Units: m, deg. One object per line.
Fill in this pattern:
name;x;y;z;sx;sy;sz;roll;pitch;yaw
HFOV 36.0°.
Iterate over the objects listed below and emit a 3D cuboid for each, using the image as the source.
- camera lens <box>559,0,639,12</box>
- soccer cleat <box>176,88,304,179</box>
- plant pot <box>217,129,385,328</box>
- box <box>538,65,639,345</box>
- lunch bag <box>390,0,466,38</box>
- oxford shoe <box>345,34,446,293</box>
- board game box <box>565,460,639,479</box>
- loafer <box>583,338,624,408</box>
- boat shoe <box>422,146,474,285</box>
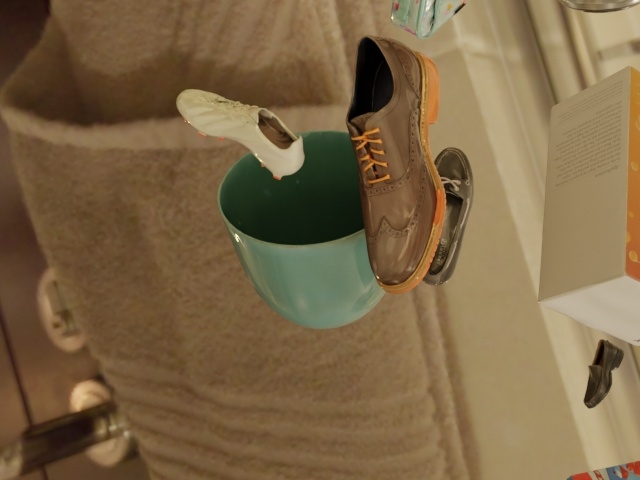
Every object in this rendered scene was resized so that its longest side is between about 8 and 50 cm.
camera lens;0.568;-0.608;1.961;0.220;0.274;0.219;-10;-150;6
soccer cleat;-0.102;-0.156;1.293;0.068;0.196;0.076;-48;164;-38
plant pot;0.000;0.000;1.594;0.293;0.235;0.293;-6;-139;5
box;0.469;-0.046;1.477;0.215;0.345;0.168;23;152;-26
lunch bag;0.250;-0.583;2.139;0.224;0.108;0.279;-47;155;-32
oxford shoe;0.084;-0.108;1.354;0.130;0.363;0.133;-16;156;38
board game box;0.608;0.532;1.710;0.302;0.308;0.086;-4;135;-29
loafer;0.634;0.305;2.254;0.062;0.061;0.170;-30;-154;58
boat shoe;0.291;-0.060;2.284;0.112;0.335;0.095;8;174;12
